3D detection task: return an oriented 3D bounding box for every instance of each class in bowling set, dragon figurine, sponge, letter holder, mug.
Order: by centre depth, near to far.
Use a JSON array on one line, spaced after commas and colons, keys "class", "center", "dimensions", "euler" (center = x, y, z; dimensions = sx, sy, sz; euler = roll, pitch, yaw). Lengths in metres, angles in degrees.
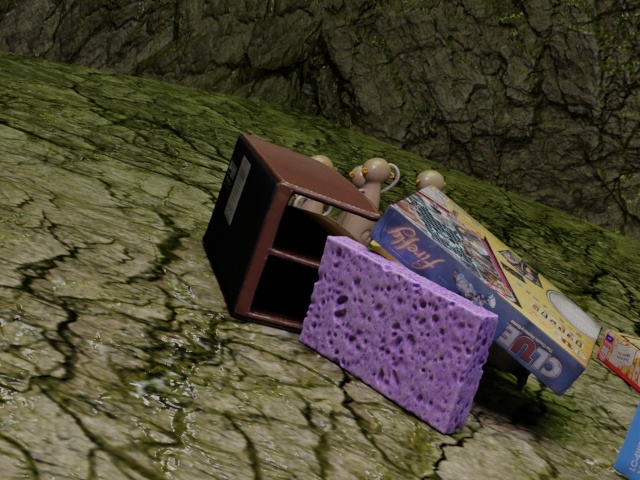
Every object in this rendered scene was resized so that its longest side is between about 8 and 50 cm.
[{"class": "sponge", "center": [0.070, 0.086, 1.067], "dimensions": [0.031, 0.117, 0.210], "euler": [4, 18, -45]}, {"class": "dragon figurine", "center": [0.186, 0.091, 1.276], "dimensions": [0.144, 0.085, 0.289], "euler": [28, 20, 5]}, {"class": "letter holder", "center": [0.000, 0.000, 1.298], "dimensions": [0.214, 0.152, 0.302], "euler": [17, 11, -16]}, {"class": "mug", "center": [0.097, 0.029, 1.525], "dimensions": [0.078, 0.064, 0.062], "euler": [-6, 14, 15]}, {"class": "bowling set", "center": [0.025, -0.072, 1.669], "dimensions": [0.287, 0.154, 0.200], "euler": [7, 15, -45]}]

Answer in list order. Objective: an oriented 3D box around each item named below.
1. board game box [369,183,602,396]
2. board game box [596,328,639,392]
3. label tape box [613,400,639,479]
[{"class": "board game box", "center": [0.174, 0.043, 1.138], "dimensions": [0.243, 0.042, 0.165], "euler": [41, 20, 9]}, {"class": "board game box", "center": [0.467, 0.180, 1.431], "dimensions": [0.147, 0.045, 0.193], "euler": [15, 11, -14]}, {"class": "label tape box", "center": [0.384, 0.158, 0.869], "dimensions": [0.115, 0.249, 0.347], "euler": [8, 15, -44]}]
